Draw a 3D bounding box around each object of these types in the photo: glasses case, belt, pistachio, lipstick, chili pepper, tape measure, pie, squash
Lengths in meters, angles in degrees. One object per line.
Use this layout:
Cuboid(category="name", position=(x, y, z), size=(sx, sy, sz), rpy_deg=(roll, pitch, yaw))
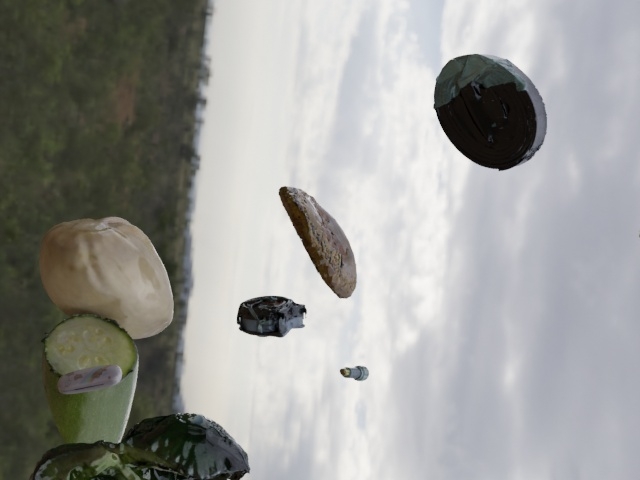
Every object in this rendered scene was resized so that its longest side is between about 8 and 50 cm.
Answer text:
Cuboid(category="glasses case", position=(-0.301, 0.181, 1.305), size=(0.032, 0.083, 0.021), rpy_deg=(-102, -178, -55))
Cuboid(category="belt", position=(0.265, -0.207, 1.564), size=(0.151, 0.198, 0.078), rpy_deg=(-41, 170, 29))
Cuboid(category="pistachio", position=(-0.408, 0.075, 1.950), size=(0.214, 0.318, 0.193), rpy_deg=(-49, -142, -12))
Cuboid(category="lipstick", position=(0.072, 0.298, 2.243), size=(0.116, 0.037, 0.037), rpy_deg=(16, 78, -64))
Cuboid(category="chili pepper", position=(-0.218, 0.281, 1.225), size=(0.116, 0.264, 0.148), rpy_deg=(-96, 165, -75))
Cuboid(category="tape measure", position=(-0.074, 0.112, 1.485), size=(0.091, 0.094, 0.054), rpy_deg=(-20, 109, -55))
Cuboid(category="pie", position=(0.000, -0.001, 2.094), size=(0.273, 0.069, 0.273), rpy_deg=(52, 13, -17))
Cuboid(category="squash", position=(-0.449, 0.289, 1.895), size=(0.189, 0.189, 0.260), rpy_deg=(-93, -160, -46))

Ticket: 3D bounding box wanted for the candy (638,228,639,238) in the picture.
Cuboid(category="candy", position=(0.573, 0.037, 1.415), size=(0.118, 0.260, 0.260), rpy_deg=(-43, -175, -8))
